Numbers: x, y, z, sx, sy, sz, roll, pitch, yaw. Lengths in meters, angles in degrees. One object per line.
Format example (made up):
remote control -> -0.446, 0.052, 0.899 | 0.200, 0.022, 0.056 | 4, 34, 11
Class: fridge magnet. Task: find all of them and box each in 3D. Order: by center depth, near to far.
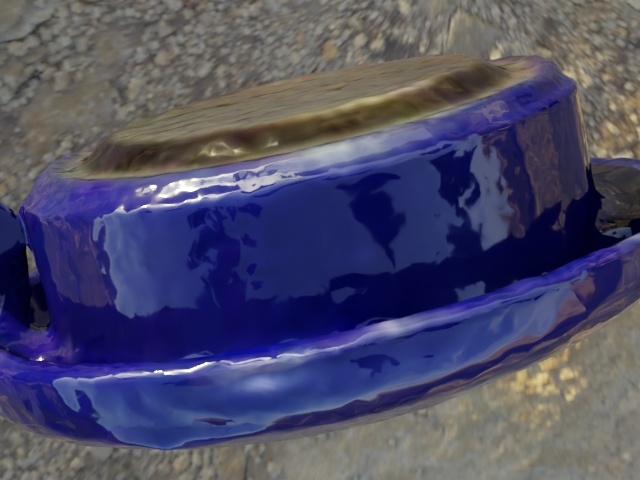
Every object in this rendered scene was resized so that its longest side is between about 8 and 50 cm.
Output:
fridge magnet -> 0.000, 0.000, 0.501 | 0.266, 0.265, 0.112 | -10, 103, 8
